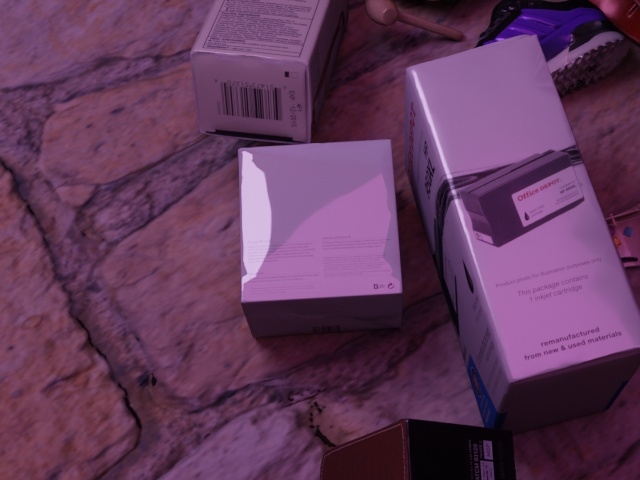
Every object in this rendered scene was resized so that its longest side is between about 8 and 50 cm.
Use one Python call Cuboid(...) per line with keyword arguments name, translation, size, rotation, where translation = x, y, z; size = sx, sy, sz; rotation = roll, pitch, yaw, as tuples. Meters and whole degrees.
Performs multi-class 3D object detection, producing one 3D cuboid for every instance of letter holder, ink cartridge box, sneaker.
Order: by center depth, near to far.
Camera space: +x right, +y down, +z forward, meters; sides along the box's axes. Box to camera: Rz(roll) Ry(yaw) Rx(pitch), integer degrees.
Cuboid(name="letter holder", translation=(0.109, 0.379, 1.434), size=(0.152, 0.214, 0.301), rotation=(11, 65, -28))
Cuboid(name="ink cartridge box", translation=(0.227, 0.003, 1.486), size=(0.166, 0.285, 0.394), rotation=(-14, 68, -3))
Cuboid(name="sneaker", translation=(0.253, -0.253, 1.691), size=(0.293, 0.102, 0.146), rotation=(-21, 65, -11))

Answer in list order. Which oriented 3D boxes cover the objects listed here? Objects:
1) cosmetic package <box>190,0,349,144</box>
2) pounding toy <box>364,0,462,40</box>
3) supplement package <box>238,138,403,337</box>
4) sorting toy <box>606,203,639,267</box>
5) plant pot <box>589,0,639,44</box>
Cuboid(name="cosmetic package", translation=(-0.057, -0.265, 1.622), size=(0.153, 0.129, 0.296), rotation=(7, 43, 9))
Cuboid(name="pounding toy", translation=(0.156, -0.378, 1.754), size=(0.269, 0.155, 0.154), rotation=(-28, 42, -18))
Cuboid(name="supplement package", translation=(0.000, 0.000, 1.569), size=(0.194, 0.149, 0.203), rotation=(-3, 69, 1))
Cuboid(name="sorting toy", translation=(0.380, 0.003, 1.613), size=(0.083, 0.045, 0.075), rotation=(-16, 76, -4))
Cuboid(name="plant pot", translation=(0.436, -0.430, 1.615), size=(0.265, 0.272, 0.272), rotation=(-46, 73, 6))
